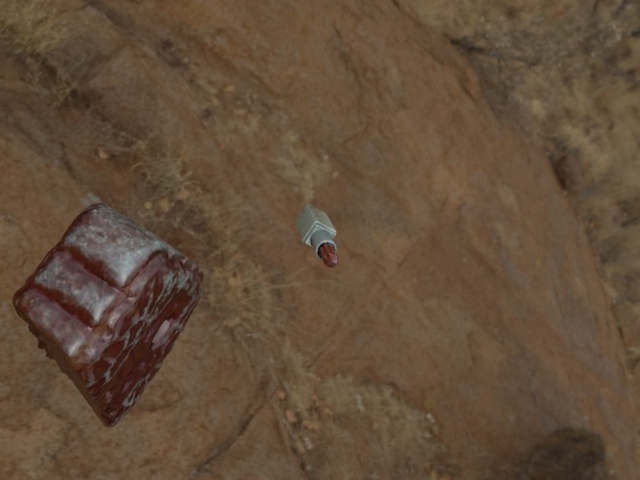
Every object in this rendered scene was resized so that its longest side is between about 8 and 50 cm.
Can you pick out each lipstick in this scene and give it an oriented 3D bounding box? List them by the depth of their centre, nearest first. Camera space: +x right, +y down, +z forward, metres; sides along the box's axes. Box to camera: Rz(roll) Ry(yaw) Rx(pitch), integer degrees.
[{"bbox_3d":[0.001,-0.001,0.827,0.030,0.030,0.129,29,15,-22],"label":"lipstick"}]

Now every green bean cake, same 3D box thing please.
[{"bbox_3d":[-0.205,0.079,0.723,0.097,0.232,0.198,33,79,10],"label":"green bean cake"}]
